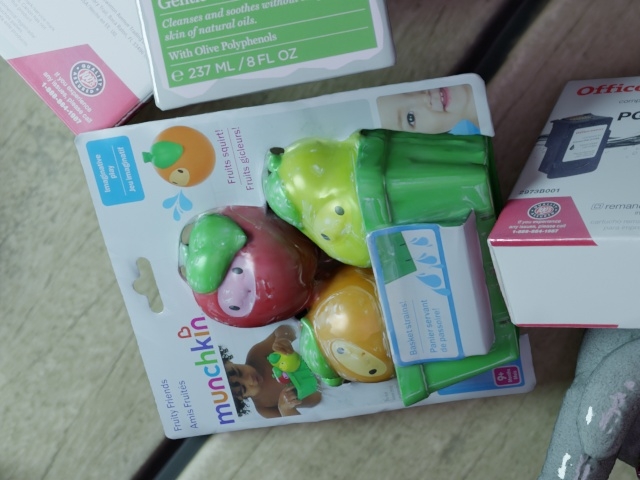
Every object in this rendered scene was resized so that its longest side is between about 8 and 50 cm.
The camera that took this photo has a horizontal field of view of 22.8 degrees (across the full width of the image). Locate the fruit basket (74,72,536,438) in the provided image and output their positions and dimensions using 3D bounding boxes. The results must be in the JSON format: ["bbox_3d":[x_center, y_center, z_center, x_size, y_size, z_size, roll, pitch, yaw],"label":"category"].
[{"bbox_3d":[-0.007,0.030,1.381,0.353,0.165,0.327,-10,118,5],"label":"fruit basket"}]

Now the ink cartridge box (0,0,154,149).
[{"bbox_3d":[-0.161,-0.250,1.385,0.283,0.117,0.207,-42,97,5],"label":"ink cartridge box"}]

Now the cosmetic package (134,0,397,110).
[{"bbox_3d":[-0.068,-0.302,1.242,0.197,0.155,0.366,-12,100,1],"label":"cosmetic package"}]

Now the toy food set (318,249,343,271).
[{"bbox_3d":[0.000,0.000,1.478,0.082,0.020,0.083,-38,99,6],"label":"toy food set"}]

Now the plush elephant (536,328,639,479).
[{"bbox_3d":[0.364,0.137,1.373,0.255,0.272,0.330,5,82,42],"label":"plush elephant"}]

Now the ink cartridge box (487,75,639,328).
[{"bbox_3d":[0.263,-0.038,1.336,0.172,0.237,0.100,-1,128,29],"label":"ink cartridge box"}]
